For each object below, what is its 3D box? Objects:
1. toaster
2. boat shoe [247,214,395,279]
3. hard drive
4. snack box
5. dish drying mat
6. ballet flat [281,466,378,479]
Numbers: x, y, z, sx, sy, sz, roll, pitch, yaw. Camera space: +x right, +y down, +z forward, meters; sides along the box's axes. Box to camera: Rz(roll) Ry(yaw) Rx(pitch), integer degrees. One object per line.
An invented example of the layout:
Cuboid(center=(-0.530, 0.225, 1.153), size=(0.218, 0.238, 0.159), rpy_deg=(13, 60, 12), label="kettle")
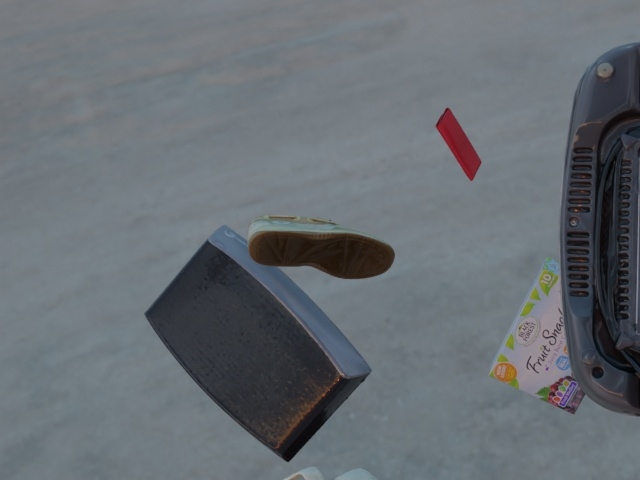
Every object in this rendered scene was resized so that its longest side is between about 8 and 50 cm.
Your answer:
Cuboid(center=(0.194, 0.012, 0.664), size=(0.129, 0.227, 0.146), rpy_deg=(0, -10, 14), label="toaster")
Cuboid(center=(0.000, 0.000, 1.112), size=(0.135, 0.050, 0.045), rpy_deg=(10, 31, -20), label="boat shoe")
Cuboid(center=(-0.083, 0.121, 1.483), size=(0.172, 0.255, 0.054), rpy_deg=(-48, -14, 11), label="hard drive")
Cuboid(center=(0.248, 0.099, 1.300), size=(0.100, 0.141, 0.037), rpy_deg=(25, 28, 6), label="snack box")
Cuboid(center=(0.152, -0.105, 1.379), size=(0.008, 0.083, 0.032), rpy_deg=(-4, 45, 40), label="dish drying mat")
Cuboid(center=(0.007, 0.399, 1.713), size=(0.164, 0.182, 0.483), rpy_deg=(0, -10, -36), label="ballet flat")
